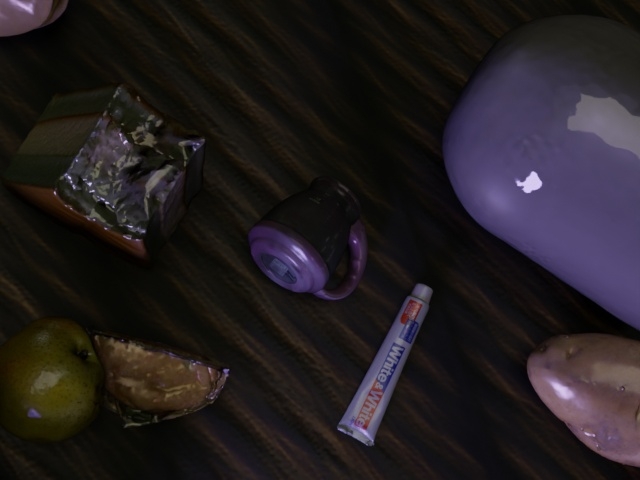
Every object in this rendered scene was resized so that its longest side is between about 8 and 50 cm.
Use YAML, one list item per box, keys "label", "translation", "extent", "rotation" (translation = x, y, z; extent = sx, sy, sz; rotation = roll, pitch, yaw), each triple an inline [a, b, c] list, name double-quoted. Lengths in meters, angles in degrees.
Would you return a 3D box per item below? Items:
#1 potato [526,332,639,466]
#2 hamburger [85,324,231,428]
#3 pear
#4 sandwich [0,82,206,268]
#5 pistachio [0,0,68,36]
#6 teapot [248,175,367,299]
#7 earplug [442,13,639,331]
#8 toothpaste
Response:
- label: "potato"
  translation: [0.387, 0.196, 0.891]
  extent: [0.235, 0.128, 0.161]
  rotation: [45, 93, 1]
- label: "hamburger"
  translation: [-0.204, 0.168, 0.829]
  extent: [0.176, 0.087, 0.102]
  rotation: [18, 90, -16]
- label: "pear"
  translation: [-0.312, 0.157, 0.770]
  extent: [0.104, 0.141, 0.141]
  rotation: [-14, 75, -54]
- label: "sandwich"
  translation: [-0.266, -0.096, 0.820]
  extent: [0.227, 0.198, 0.155]
  rotation: [29, 73, -2]
- label: "pistachio"
  translation: [-0.428, -0.339, 0.904]
  extent: [0.200, 0.117, 0.145]
  rotation: [24, 111, -11]
- label: "teapot"
  translation: [0.001, -0.005, 0.892]
  extent: [0.148, 0.116, 0.146]
  rotation: [36, 62, 5]
- label: "earplug"
  translation: [0.351, -0.094, 0.878]
  extent: [0.394, 0.312, 0.312]
  rotation: [31, 73, 2]
- label: "toothpaste"
  translation: [0.091, 0.156, 0.909]
  extent: [0.052, 0.033, 0.218]
  rotation: [27, 77, 2]
